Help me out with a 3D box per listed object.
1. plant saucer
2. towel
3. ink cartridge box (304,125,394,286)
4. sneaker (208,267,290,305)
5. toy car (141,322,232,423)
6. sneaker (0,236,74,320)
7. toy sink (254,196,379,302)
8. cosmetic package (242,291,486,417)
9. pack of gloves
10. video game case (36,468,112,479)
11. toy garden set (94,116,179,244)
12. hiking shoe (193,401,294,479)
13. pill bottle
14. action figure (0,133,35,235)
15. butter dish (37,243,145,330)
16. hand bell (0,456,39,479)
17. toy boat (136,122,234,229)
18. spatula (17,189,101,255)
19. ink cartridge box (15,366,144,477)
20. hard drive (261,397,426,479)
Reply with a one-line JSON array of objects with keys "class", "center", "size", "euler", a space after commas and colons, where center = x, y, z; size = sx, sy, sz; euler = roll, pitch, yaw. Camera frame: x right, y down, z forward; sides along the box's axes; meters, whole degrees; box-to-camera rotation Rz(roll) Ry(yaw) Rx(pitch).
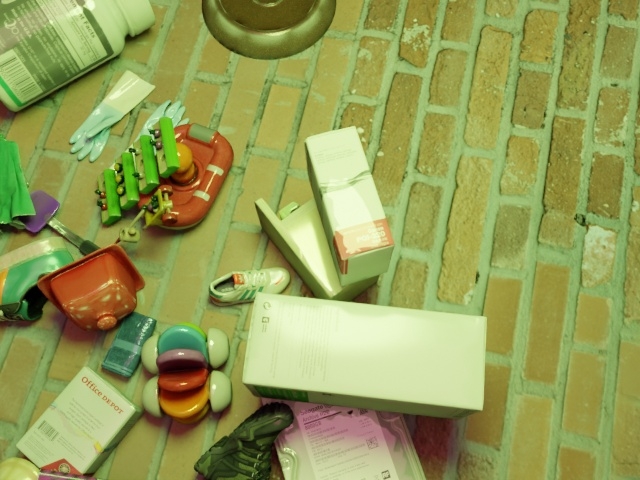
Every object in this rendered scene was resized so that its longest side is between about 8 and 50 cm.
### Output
[{"class": "plant saucer", "center": [-0.118, -0.555, 1.483], "size": [0.310, 0.050, 0.311], "euler": [0, 71, -1]}, {"class": "towel", "center": [-0.358, 0.192, 1.228], "size": [0.067, 0.029, 0.120], "euler": [16, 71, 19]}, {"class": "ink cartridge box", "center": [0.045, -0.055, 1.090], "size": [0.092, 0.159, 0.218], "euler": [-17, 72, -5]}, {"class": "sneaker", "center": [-0.136, 0.083, 1.246], "size": [0.161, 0.075, 0.057], "euler": [-12, 71, -4]}, {"class": "toy car", "center": [-0.243, 0.230, 1.163], "size": [0.159, 0.136, 0.182], "euler": [-6, 71, -1]}, {"class": "sneaker", "center": [-0.601, 0.110, 1.223], "size": [0.302, 0.108, 0.121], "euler": [-28, 78, -3]}, {"class": "toy sink", "center": [0.000, 0.000, 1.235], "size": [0.131, 0.153, 0.234], "euler": [-36, 73, -11]}, {"class": "cosmetic package", "center": [0.071, 0.194, 1.080], "size": [0.365, 0.197, 0.155], "euler": [6, 70, 4]}, {"class": "pack of gloves", "center": [-0.405, -0.240, 1.376], "size": [0.195, 0.046, 0.232], "euler": [30, 74, 11]}, {"class": "video game case", "center": [-0.374, 0.504, 1.075], "size": [0.231, 0.042, 0.211], "euler": [16, 76, -14]}, {"class": "toy garden set", "center": [-0.355, -0.090, 1.229], "size": [0.244, 0.049, 0.204], "euler": [-31, 62, 35]}, {"class": "hiking shoe", "center": [-0.109, 0.364, 1.117], "size": [0.227, 0.086, 0.114], "euler": [-41, 86, 26]}, {"class": "pill bottle", "center": [-0.543, -0.443, 1.363], "size": [0.361, 0.204, 0.204], "euler": [-34, 74, -12]}, {"class": "action figure", "center": [-0.645, -0.124, 1.327], "size": [0.137, 0.063, 0.232], "euler": [-15, 65, -3]}, {"class": "butter dish", "center": [-0.400, 0.109, 1.183], "size": [0.160, 0.160, 0.118], "euler": [-26, 55, -9]}, {"class": "hand bell", "center": [-0.553, 0.449, 1.017], "size": [0.126, 0.242, 0.126], "euler": [2, 97, 17]}, {"class": "toy boat", "center": [-0.273, -0.139, 1.283], "size": [0.150, 0.151, 0.231], "euler": [20, 72, 7]}, {"class": "spatula", "center": [-0.493, -0.007, 1.302], "size": [0.296, 0.030, 0.084], "euler": [33, 74, 11]}, {"class": "ink cartridge box", "center": [-0.422, 0.333, 1.162], "size": [0.127, 0.072, 0.175], "euler": [36, 75, 11]}, {"class": "hard drive", "center": [0.044, 0.371, 1.154], "size": [0.236, 0.064, 0.339], "euler": [-17, 71, -6]}]
